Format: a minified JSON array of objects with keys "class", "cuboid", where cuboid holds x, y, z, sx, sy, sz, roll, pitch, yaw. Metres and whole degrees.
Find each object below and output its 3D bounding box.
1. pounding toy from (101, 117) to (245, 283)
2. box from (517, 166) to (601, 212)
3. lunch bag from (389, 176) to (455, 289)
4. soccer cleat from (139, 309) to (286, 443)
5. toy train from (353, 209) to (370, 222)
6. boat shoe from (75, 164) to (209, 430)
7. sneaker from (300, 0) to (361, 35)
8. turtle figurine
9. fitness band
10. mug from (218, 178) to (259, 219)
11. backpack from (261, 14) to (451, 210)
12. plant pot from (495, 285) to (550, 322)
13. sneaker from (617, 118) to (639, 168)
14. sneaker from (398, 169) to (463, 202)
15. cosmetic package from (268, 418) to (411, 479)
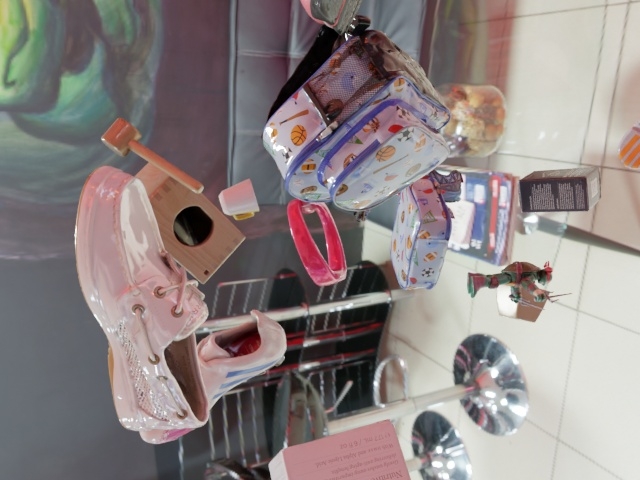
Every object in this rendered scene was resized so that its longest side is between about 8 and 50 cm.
[{"class":"pounding toy","cuboid":[-0.200,-0.043,0.690,0.206,0.094,0.181,48,167,-30]},{"class":"box","cuboid":[0.747,-0.158,1.768,0.207,0.153,0.108,1,108,41]},{"class":"lunch bag","cuboid":[0.278,-0.027,1.598,0.243,0.114,0.304,-98,12,-48]},{"class":"soccer cleat","cuboid":[-0.219,0.245,1.060,0.116,0.331,0.143,49,171,40]},{"class":"toy train","cuboid":[0.105,-0.109,1.287,0.027,0.036,0.158,48,141,41]},{"class":"boat shoe","cuboid":[-0.151,0.063,0.536,0.098,0.096,0.277,-68,-23,-61]},{"class":"sneaker","cuboid":[0.002,-0.341,0.662,0.314,0.136,0.116,-72,6,-50]},{"class":"turtle figurine","cuboid":[0.494,0.110,1.420,0.175,0.233,0.118,58,-147,-74]},{"class":"fitness band","cuboid":[0.000,0.000,1.298,0.291,0.054,0.209,3,-113,-77]},{"class":"mug","cuboid":[-0.149,-0.068,1.039,0.062,0.064,0.078,-123,18,-67]},{"class":"backpack","cuboid":[0.054,-0.164,0.884,0.263,0.276,0.213,-31,65,27]},{"class":"plant pot","cuboid":[0.565,0.177,1.601,0.109,0.108,0.096,-2,75,66]},{"class":"sneaker","cuboid":[0.866,-0.318,1.383,0.125,0.180,0.321,49,123,19]},{"class":"sneaker","cuboid":[0.307,-0.191,1.741,0.104,0.261,0.125,-90,8,-84]},{"class":"cosmetic package","cuboid":[0.064,0.525,0.929,0.156,0.217,0.385,113,143,-56]}]
